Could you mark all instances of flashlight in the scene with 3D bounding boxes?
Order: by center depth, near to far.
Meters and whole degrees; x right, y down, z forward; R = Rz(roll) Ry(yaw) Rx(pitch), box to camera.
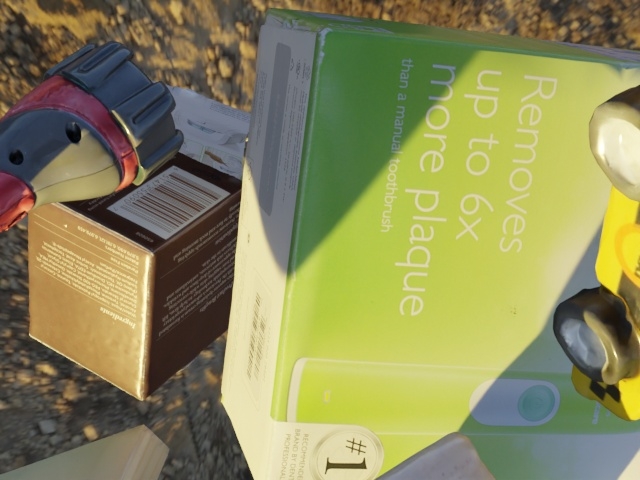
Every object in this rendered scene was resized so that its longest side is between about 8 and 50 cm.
[{"bbox_3d":[-0.228,-0.011,0.787,0.103,0.103,0.304,46,63,-2],"label":"flashlight"}]

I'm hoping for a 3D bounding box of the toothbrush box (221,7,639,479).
[{"bbox_3d":[0.108,0.010,0.572,0.283,0.122,0.206,4,103,-16],"label":"toothbrush box"}]

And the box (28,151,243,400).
[{"bbox_3d":[-0.198,0.022,1.284,0.167,0.203,0.168,26,38,21],"label":"box"}]

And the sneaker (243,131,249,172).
[{"bbox_3d":[0.000,0.000,1.110,0.118,0.107,0.279,-15,52,-8],"label":"sneaker"}]

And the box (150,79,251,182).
[{"bbox_3d":[-0.218,-0.106,1.688,0.262,0.231,0.126,17,128,-9],"label":"box"}]

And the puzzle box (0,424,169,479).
[{"bbox_3d":[-0.376,0.379,1.400,0.409,0.272,0.052,-23,121,33],"label":"puzzle box"}]

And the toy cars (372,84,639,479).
[{"bbox_3d":[0.093,0.083,0.423,0.087,0.176,0.393,46,112,34],"label":"toy cars"}]
